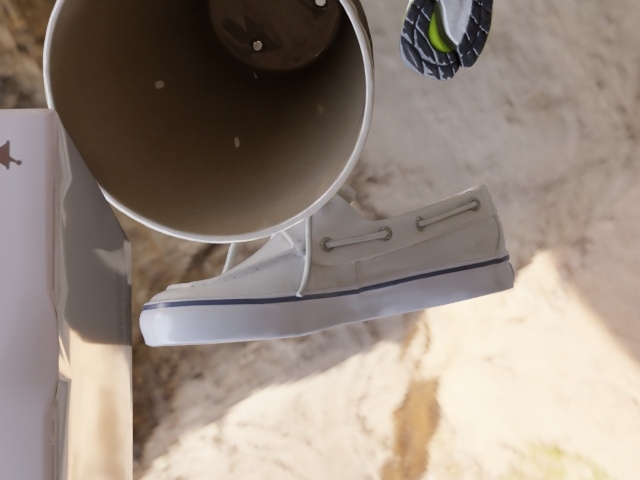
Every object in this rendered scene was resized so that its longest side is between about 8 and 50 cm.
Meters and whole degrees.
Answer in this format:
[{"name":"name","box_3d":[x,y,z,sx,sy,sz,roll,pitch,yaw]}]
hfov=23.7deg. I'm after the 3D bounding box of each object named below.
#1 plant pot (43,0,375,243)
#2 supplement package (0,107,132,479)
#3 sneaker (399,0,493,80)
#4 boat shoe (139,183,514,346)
[{"name":"plant pot","box_3d":[-0.062,-0.167,1.269,0.256,0.256,0.274,65,-161,-16]},{"name":"supplement package","box_3d":[-0.179,0.061,0.656,0.293,0.175,0.177,103,166,-80]},{"name":"sneaker","box_3d":[0.155,-0.323,1.591,0.121,0.111,0.300,-94,26,-65]},{"name":"boat shoe","box_3d":[0.005,-0.001,1.378,0.136,0.367,0.156,170,90,-68]}]
